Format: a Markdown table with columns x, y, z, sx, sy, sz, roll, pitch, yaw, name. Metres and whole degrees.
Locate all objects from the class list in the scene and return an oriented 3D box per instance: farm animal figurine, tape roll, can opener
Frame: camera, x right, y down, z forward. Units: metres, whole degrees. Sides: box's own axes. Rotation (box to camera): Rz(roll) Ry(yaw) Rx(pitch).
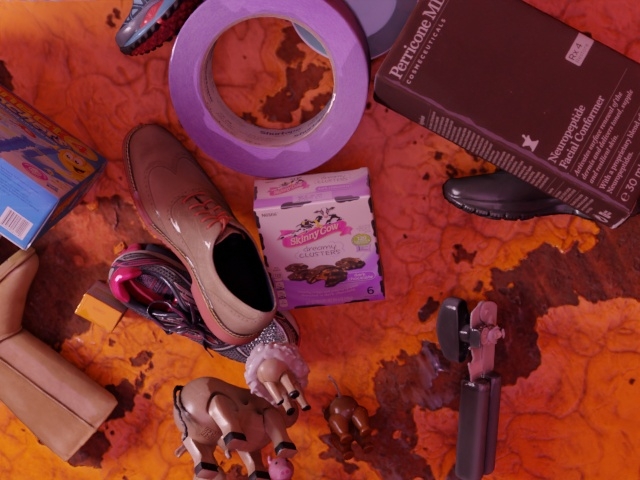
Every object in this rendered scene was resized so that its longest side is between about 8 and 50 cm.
| x | y | z | sx | sy | sz | roll | pitch | yaw | name |
| --- | --- | --- | --- | --- | --- | --- | --- | --- | --- |
| -0.108 | 0.283 | 1.884 | 0.330 | 0.172 | 0.327 | -37 | 140 | 10 | farm animal figurine |
| -0.068 | -0.230 | 1.792 | 0.274 | 0.090 | 0.275 | 2 | 110 | 4 | tape roll |
| 0.226 | 0.218 | 1.920 | 0.093 | 0.074 | 0.280 | 7 | 104 | 37 | can opener |

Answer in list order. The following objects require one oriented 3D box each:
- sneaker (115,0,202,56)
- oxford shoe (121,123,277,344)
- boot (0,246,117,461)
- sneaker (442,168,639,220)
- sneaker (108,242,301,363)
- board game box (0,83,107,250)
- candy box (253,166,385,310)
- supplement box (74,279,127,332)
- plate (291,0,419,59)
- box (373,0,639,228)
| x | y | z | sx | sy | sz | roll | pitch | yaw | name |
| --- | --- | --- | --- | --- | --- | --- | --- | --- | --- |
| -0.215 | -0.379 | 1.792 | 0.125 | 0.104 | 0.262 | 37 | 96 | 9 | sneaker |
| -0.156 | -0.027 | 1.808 | 0.123 | 0.130 | 0.348 | -30 | 86 | -32 | oxford shoe |
| -0.410 | 0.166 | 1.925 | 0.269 | 0.089 | 0.236 | 41 | 112 | -7 | boot |
| 0.314 | -0.091 | 1.829 | 0.286 | 0.109 | 0.130 | -1 | 93 | -4 | sneaker |
| -0.173 | 0.110 | 1.883 | 0.299 | 0.112 | 0.121 | 23 | 103 | -3 | sneaker |
| -0.462 | -0.139 | 1.741 | 0.308 | 0.302 | 0.086 | 36 | 102 | -6 | board game box |
| 0.000 | 0.000 | 1.830 | 0.164 | 0.070 | 0.196 | -6 | 130 | 5 | candy box |
| -0.317 | 0.096 | 1.893 | 0.062 | 0.098 | 0.036 | 30 | 99 | -3 | supplement box |
| 0.045 | -0.345 | 1.811 | 0.188 | 0.024 | 0.188 | 1 | 104 | 3 | plate |
| 0.280 | -0.194 | 1.728 | 0.381 | 0.143 | 0.191 | 28 | 83 | 6 | box |
